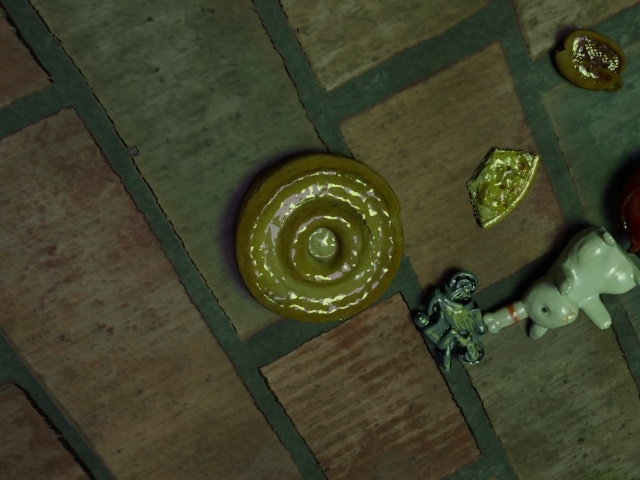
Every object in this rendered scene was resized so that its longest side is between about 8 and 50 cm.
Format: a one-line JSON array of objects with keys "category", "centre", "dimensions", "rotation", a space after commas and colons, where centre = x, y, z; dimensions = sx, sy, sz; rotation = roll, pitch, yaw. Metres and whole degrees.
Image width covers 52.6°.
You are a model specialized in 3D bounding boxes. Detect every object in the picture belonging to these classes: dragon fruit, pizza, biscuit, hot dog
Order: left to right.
[{"category": "biscuit", "centre": [0.000, 0.000, 1.077], "dimensions": [0.296, 0.102, 0.296], "rotation": [-2, 103, -10]}, {"category": "pizza", "centre": [0.316, -0.097, 1.131], "dimensions": [0.099, 0.036, 0.160], "rotation": [34, 98, -16]}, {"category": "hot dog", "centre": [0.460, -0.299, 1.090], "dimensions": [0.140, 0.060, 0.089], "rotation": [19, 105, -7]}, {"category": "dragon fruit", "centre": [0.609, -0.064, 1.116], "dimensions": [0.172, 0.172, 0.209], "rotation": [26, 85, -15]}]

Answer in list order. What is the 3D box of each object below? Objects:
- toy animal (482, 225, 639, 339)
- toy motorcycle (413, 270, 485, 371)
[{"category": "toy animal", "centre": [0.435, 0.102, 1.152], "dimensions": [0.140, 0.138, 0.282], "rotation": [40, 97, -21]}, {"category": "toy motorcycle", "centre": [0.232, 0.150, 1.173], "dimensions": [0.124, 0.061, 0.193], "rotation": [-10, 109, 3]}]
